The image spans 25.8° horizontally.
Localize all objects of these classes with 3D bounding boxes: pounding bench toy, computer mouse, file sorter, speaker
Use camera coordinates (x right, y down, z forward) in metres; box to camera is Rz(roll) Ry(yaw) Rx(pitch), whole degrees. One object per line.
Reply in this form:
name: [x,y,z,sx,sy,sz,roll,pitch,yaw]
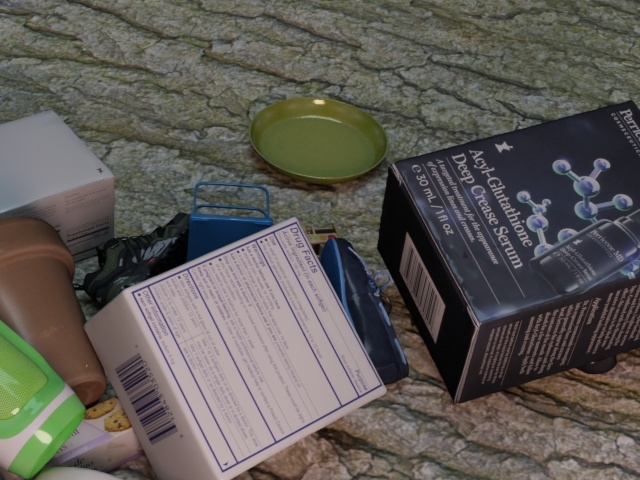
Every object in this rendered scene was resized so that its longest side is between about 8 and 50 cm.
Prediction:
pounding bench toy: [0.000,0.000,2.181,0.065,0.052,0.083,-3,40,-14]
computer mouse: [0.343,0.135,2.091,0.071,0.041,0.242,-29,45,-26]
file sorter: [-0.135,0.011,2.055,0.118,0.170,0.104,4,35,-5]
speaker: [-0.423,0.147,1.655,0.296,0.131,0.131,39,44,3]

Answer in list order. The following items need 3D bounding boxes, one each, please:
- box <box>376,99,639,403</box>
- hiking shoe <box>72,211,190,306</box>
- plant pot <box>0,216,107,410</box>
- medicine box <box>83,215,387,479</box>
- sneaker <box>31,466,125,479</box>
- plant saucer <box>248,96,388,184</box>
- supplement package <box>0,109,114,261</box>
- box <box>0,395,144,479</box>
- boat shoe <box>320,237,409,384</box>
box: [0.322,0.012,1.989,0.395,0.212,0.293,-16,56,-16]
hiking shoe: [-0.274,0.017,2.088,0.114,0.086,0.227,24,42,15]
plant pot: [-0.400,0.137,1.823,0.263,0.263,0.229,-24,67,-34]
medicine box: [-0.108,0.150,1.802,0.289,0.149,0.263,-24,84,-36]
sneaker: [-0.218,0.388,1.597,0.366,0.135,0.150,24,38,21]
plant saucer: [-0.005,-0.165,2.400,0.241,0.037,0.241,5,39,-4]
supplement package: [-0.472,-0.058,2.102,0.262,0.145,0.204,-20,46,-31]
box: [-0.265,0.249,1.818,0.324,0.063,0.067,-23,47,-33]
boat shoe: [0.062,0.109,2.038,0.089,0.109,0.258,0,55,-20]
